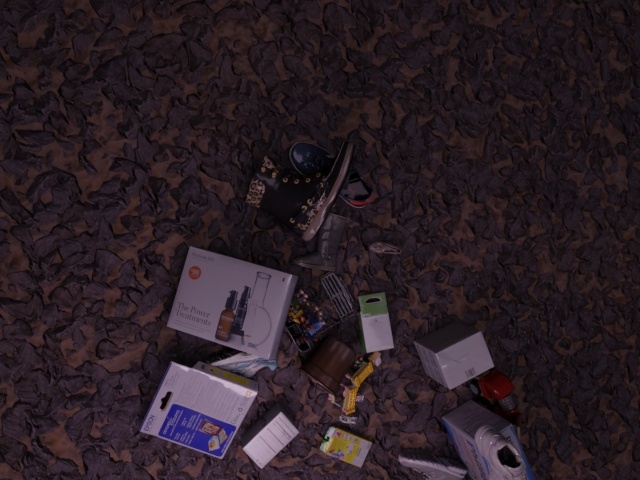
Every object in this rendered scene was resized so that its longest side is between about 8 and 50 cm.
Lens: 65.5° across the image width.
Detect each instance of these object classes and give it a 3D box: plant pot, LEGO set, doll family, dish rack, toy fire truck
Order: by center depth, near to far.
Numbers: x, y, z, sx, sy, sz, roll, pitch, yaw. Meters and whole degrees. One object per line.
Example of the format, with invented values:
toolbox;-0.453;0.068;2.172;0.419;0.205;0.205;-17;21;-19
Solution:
doll family;-0.062;0.271;1.724;0.193;0.076;0.111;48;60;-4
plant pot;0.034;0.442;1.787;0.167;0.167;0.165;40;74;-10
dish rack;-0.010;0.248;1.812;0.271;0.074;0.208;-30;97;-11
LEGO set;0.114;0.526;1.847;0.132;0.107;0.287;32;77;-46
toy fire truck;0.690;0.620;1.869;0.158;0.246;0.217;-26;96;-21

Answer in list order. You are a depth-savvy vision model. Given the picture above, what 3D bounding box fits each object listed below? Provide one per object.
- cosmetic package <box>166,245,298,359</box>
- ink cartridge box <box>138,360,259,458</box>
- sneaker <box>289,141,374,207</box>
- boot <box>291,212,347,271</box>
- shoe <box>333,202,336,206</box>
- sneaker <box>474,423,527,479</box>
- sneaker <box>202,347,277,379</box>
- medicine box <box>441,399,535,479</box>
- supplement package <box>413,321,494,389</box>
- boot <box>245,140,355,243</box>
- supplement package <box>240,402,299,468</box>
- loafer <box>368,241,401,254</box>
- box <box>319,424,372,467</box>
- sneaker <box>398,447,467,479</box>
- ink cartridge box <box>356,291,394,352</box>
cosmetic package;-0.294;0.202;1.667;0.376;0.097;0.285;14;85;13
ink cartridge box;-0.410;0.563;1.685;0.307;0.072;0.304;25;106;-10
sneaker;0.050;-0.245;1.783;0.349;0.148;0.131;31;84;-11
boot;-0.002;-0.001;1.811;0.189;0.076;0.209;8;95;-27
shoe;-0.048;-0.165;1.808;0.218;0.077;0.058;24;110;-7
sneaker;0.608;0.754;1.614;0.114;0.152;0.305;-32;98;-13
sneaker;-0.280;0.437;1.737;0.282;0.110;0.122;-12;96;-12
medicine box;0.619;0.778;1.843;0.149;0.289;0.264;-26;96;-11
supplement package;0.491;0.422;1.857;0.194;0.203;0.150;-23;96;-11
boot;-0.070;-0.207;1.683;0.284;0.138;0.378;28;115;1
supplement package;-0.180;0.686;1.760;0.179;0.105;0.105;-42;98;-10
loafer;0.246;0.029;1.884;0.125;0.039;0.045;8;89;-13
box;0.090;0.761;1.853;0.179;0.043;0.105;27;85;-14
sneaker;0.421;0.882;1.896;0.281;0.105;0.116;20;92;-9
ink cartridge box;0.199;0.305;1.858;0.108;0.062;0.210;-7;83;-12
